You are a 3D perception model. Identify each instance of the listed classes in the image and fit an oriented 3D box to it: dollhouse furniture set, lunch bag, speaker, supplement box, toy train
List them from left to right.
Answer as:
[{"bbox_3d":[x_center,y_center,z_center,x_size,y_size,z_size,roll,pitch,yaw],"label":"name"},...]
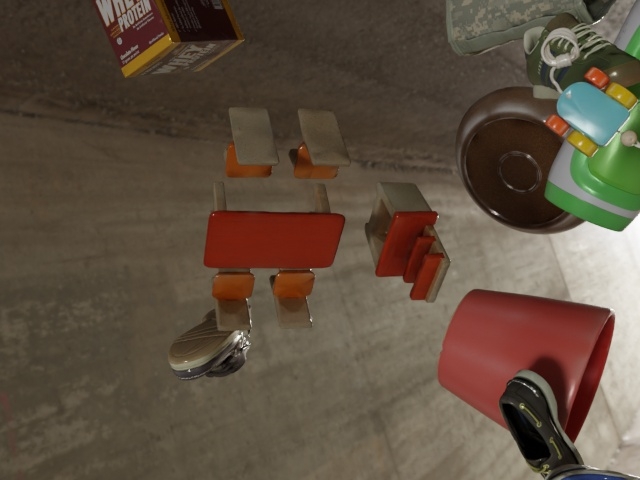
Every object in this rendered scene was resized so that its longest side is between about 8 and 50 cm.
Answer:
[{"bbox_3d":[-0.271,-0.403,1.273,0.129,0.191,0.194,-23,-178,35],"label":"supplement box"},{"bbox_3d":[0.000,0.000,0.825,0.259,0.135,0.262,0,133,-15],"label":"dollhouse furniture set"},{"bbox_3d":[0.329,-0.408,1.081,0.235,0.169,0.287,0,-127,50],"label":"lunch bag"},{"bbox_3d":[0.393,-0.165,0.898,0.131,0.131,0.296,-8,125,-58],"label":"speaker"},{"bbox_3d":[0.261,-0.123,0.571,0.166,0.125,0.046,0,179,23],"label":"toy train"}]

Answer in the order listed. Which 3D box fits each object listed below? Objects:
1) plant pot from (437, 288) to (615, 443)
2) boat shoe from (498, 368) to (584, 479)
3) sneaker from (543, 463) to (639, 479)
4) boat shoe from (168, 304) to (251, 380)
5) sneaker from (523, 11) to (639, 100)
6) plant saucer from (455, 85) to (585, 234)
[{"bbox_3d":[0.357,0.214,1.296,0.243,0.274,0.275,19,-167,28],"label":"plant pot"},{"bbox_3d":[0.324,0.300,1.080,0.069,0.227,0.081,-37,-161,-29],"label":"boat shoe"},{"bbox_3d":[0.430,0.357,0.919,0.297,0.111,0.131,4,166,21],"label":"sneaker"},{"bbox_3d":[-0.162,0.174,1.172,0.103,0.092,0.285,-11,-172,7],"label":"boat shoe"},{"bbox_3d":[0.264,-0.197,0.771,0.064,0.086,0.192,-21,-168,-3],"label":"sneaker"},{"bbox_3d":[0.385,-0.137,1.385,0.050,0.310,0.311,-40,-170,-39],"label":"plant saucer"}]
